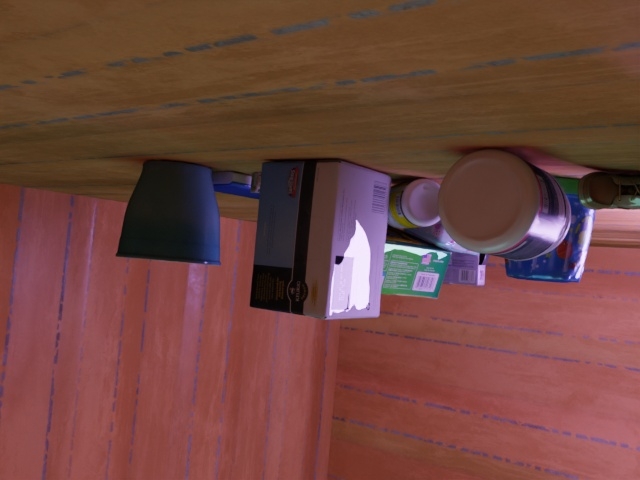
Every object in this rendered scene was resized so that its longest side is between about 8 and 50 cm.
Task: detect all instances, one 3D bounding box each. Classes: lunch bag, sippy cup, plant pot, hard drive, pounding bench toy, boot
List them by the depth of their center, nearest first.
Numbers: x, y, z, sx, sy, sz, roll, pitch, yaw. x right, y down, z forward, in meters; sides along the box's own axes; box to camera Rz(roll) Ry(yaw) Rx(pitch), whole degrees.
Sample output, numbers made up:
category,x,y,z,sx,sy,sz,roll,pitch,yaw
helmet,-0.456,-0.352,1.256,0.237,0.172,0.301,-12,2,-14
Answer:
category,x,y,z,sx,sy,sz,roll,pitch,yaw
boot,0.617,-0.096,1.495,0.213,0.077,0.165,1,-179,-32
sippy cup,0.514,-0.019,1.773,0.305,0.224,0.240,5,178,-13
plant pot,-0.383,-0.071,2.031,0.271,0.256,0.271,5,178,0
pounding bench toy,-0.141,-0.150,2.051,0.065,0.052,0.083,6,177,-20
hard drive,-0.195,-0.152,2.246,0.210,0.040,0.318,2,176,45
lunch bag,0.374,-0.042,2.402,0.224,0.108,0.279,25,-171,38

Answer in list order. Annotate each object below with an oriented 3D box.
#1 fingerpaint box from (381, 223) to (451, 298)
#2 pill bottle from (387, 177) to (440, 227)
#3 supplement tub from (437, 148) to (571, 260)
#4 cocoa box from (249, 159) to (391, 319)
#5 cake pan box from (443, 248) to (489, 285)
category,x,y,z,sx,sy,sz,roll,pitch,yaw
fingerpaint box,0.101,0.024,2.332,0.444,0.163,0.371,8,-167,-38
pill bottle,0.224,-0.089,1.959,0.117,0.117,0.215,6,178,-15
supplement tub,0.360,-0.061,1.492,0.191,0.191,0.272,3,176,33
cocoa box,0.000,0.000,1.821,0.227,0.348,0.231,4,178,37
cake pan box,0.427,0.020,2.586,0.266,0.246,0.070,2,180,33
